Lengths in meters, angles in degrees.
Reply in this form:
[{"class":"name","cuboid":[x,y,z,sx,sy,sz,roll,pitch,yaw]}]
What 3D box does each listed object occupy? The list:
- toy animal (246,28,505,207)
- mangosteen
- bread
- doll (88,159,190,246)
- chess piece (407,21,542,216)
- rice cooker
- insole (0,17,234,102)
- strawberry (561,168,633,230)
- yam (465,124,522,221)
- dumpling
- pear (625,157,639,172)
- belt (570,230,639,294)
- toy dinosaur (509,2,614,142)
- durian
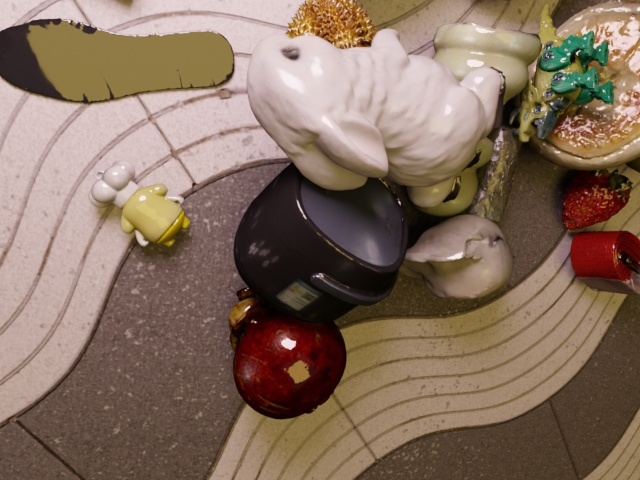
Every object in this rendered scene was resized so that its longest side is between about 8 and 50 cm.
[{"class":"toy animal","cuboid":[0.075,-0.166,0.563,0.357,0.194,0.257,-9,95,-31]},{"class":"mangosteen","cuboid":[-0.077,0.194,0.739,0.215,0.215,0.257,-39,85,-4]},{"class":"bread","cuboid":[0.539,-0.284,0.766,0.159,0.305,0.305,-7,111,-52]},{"class":"doll","cuboid":[-0.299,-0.059,0.663,0.162,0.062,0.106,42,86,-23]},{"class":"chess piece","cuboid":[0.259,-0.204,0.745,0.182,0.182,0.330,6,109,-19]},{"class":"rice cooker","cuboid":[0.000,0.000,0.658,0.267,0.267,0.224,27,135,-22]},{"class":"insole","cuboid":[-0.311,-0.281,0.626,0.348,0.009,0.119,-9,109,-15]},{"class":"strawberry","cuboid":[0.625,-0.097,0.920,0.131,0.131,0.148,-10,151,-15]},{"class":"yam","cuboid":[0.347,-0.137,0.821,0.107,0.107,0.183,11,100,-20]},{"class":"dumpling","cuboid":[0.265,0.052,0.800,0.243,0.227,0.175,45,45,-29]},{"class":"pear","cuboid":[0.778,-0.255,0.795,0.287,0.375,0.287,1,108,2]},{"class":"belt","cuboid":[0.695,0.051,0.974,0.201,0.124,0.128,30,75,-27]},{"class":"toy dinosaur","cuboid":[0.419,-0.307,0.700,0.094,0.153,0.259,9,87,-34]},{"class":"durian","cuboid":[0.016,-0.313,0.651,0.158,0.137,0.168,-20,101,-14]}]
